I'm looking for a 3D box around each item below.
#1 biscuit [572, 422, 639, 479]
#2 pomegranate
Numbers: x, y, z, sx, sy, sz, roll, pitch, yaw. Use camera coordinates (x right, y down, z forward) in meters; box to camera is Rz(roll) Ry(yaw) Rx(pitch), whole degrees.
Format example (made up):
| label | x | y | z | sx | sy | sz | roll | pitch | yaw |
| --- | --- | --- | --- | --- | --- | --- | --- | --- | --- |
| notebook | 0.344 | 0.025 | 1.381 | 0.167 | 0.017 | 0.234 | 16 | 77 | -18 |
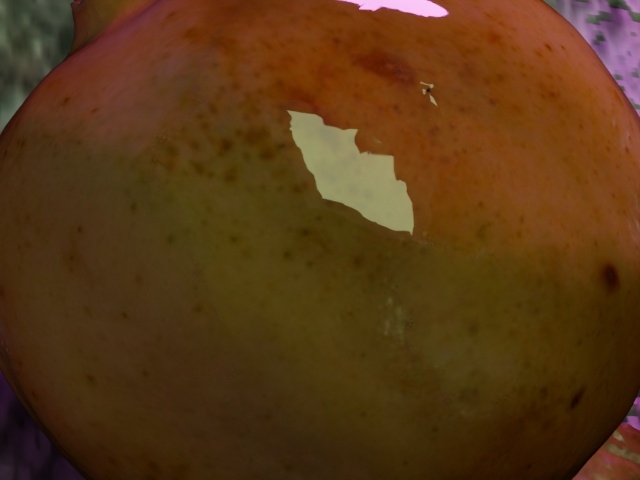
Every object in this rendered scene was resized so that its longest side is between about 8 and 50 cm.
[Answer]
| label | x | y | z | sx | sy | sz | roll | pitch | yaw |
| --- | --- | --- | --- | --- | --- | --- | --- | --- | --- |
| biscuit | 0.098 | 0.147 | 0.705 | 0.188 | 0.027 | 0.187 | 13 | 54 | -19 |
| pomegranate | 0.003 | 0.007 | 0.625 | 0.233 | 0.233 | 0.233 | 12 | 56 | -19 |
